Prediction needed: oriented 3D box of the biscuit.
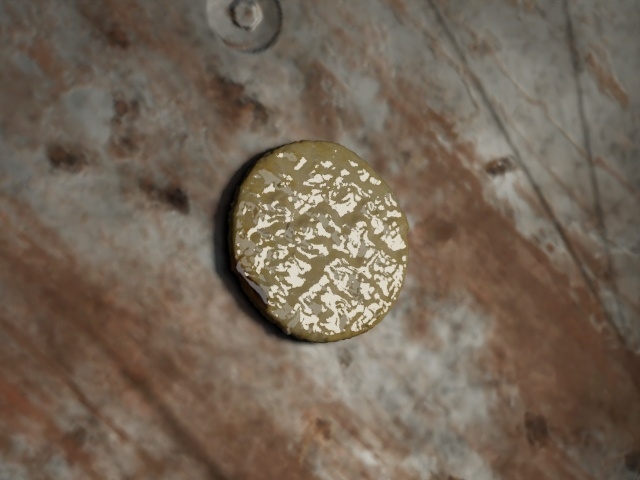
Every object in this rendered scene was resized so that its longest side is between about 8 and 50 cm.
[{"bbox_3d":[0.000,0.000,1.012,0.120,0.015,0.120,6,77,-27],"label":"biscuit"}]
